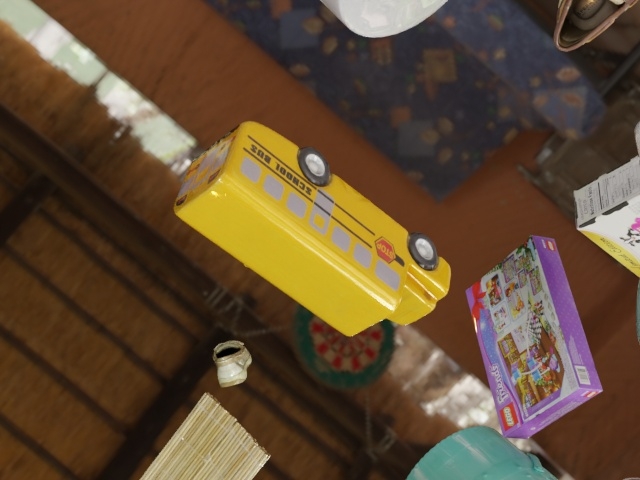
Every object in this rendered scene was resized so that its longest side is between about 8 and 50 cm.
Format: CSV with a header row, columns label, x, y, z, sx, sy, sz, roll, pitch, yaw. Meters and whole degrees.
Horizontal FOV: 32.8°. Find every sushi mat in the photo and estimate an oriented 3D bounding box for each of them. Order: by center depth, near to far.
label,x,y,z,sx,sy,sz,roll,pitch,yaw
sushi mat,-0.221,0.409,1.770,0.151,0.316,0.019,44,-164,23

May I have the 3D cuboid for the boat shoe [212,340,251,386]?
label,x,y,z,sx,sy,sz,roll,pitch,yaw
boat shoe,-0.139,0.177,1.661,0.153,0.056,0.048,-92,-13,-76

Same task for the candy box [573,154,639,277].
label,x,y,z,sx,sy,sz,roll,pitch,yaw
candy box,0.464,-0.052,1.384,0.159,0.233,0.071,33,-135,-28

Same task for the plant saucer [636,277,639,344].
label,x,y,z,sx,sy,sz,roll,pitch,yaw
plant saucer,0.490,0.095,1.601,0.038,0.194,0.195,4,170,23

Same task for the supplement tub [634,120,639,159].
label,x,y,z,sx,sy,sz,roll,pitch,yaw
supplement tub,0.413,-0.073,1.030,0.144,0.200,0.144,-16,-90,-71

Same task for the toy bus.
label,x,y,z,sx,sy,sz,roll,pitch,yaw
toy bus,0.000,0.000,1.267,0.333,0.108,0.130,37,-137,-23

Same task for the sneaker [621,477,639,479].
label,x,y,z,sx,sy,sz,roll,pitch,yaw
sneaker,0.564,0.460,1.744,0.305,0.152,0.114,12,-154,-23

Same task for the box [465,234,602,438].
label,x,y,z,sx,sy,sz,roll,pitch,yaw
box,0.358,0.166,1.867,0.057,0.201,0.293,10,-126,-30

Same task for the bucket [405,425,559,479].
label,x,y,z,sx,sy,sz,roll,pitch,yaw
bucket,0.280,0.467,1.867,0.281,0.281,0.183,35,-173,-45

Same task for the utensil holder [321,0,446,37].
label,x,y,z,sx,sy,sz,roll,pitch,yaw
utensil holder,0.052,-0.582,1.859,0.385,0.327,0.328,51,-170,26

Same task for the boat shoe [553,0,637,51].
label,x,y,z,sx,sy,sz,roll,pitch,yaw
boat shoe,0.455,-0.408,1.651,0.123,0.123,0.342,36,148,-4
